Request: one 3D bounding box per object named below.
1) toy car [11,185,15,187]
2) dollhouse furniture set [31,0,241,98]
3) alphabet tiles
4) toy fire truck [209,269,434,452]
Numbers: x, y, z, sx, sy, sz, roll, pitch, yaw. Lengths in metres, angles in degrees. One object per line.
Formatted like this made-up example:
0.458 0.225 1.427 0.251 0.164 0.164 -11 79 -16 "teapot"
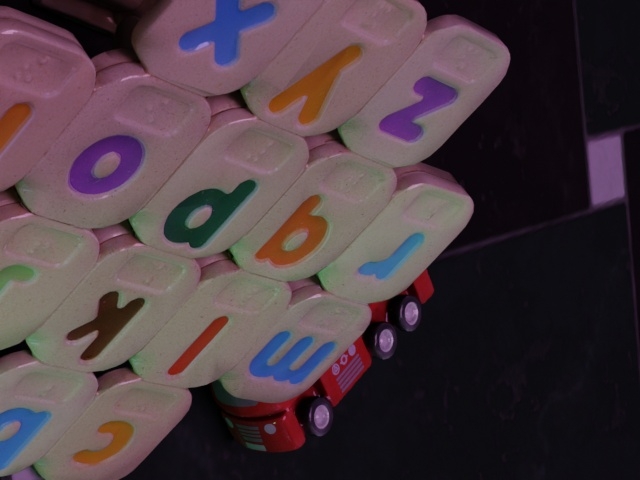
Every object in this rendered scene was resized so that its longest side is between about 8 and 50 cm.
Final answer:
-0.214 -0.042 0.581 0.225 0.053 0.239 -51 126 -36 "toy car"
-0.028 -0.122 0.725 0.123 0.151 0.144 18 79 -49 "dollhouse furniture set"
-0.063 -0.002 0.650 0.284 0.021 0.278 16 123 -49 "alphabet tiles"
0.000 0.000 0.838 0.192 0.047 0.135 -46 123 -38 "toy fire truck"
